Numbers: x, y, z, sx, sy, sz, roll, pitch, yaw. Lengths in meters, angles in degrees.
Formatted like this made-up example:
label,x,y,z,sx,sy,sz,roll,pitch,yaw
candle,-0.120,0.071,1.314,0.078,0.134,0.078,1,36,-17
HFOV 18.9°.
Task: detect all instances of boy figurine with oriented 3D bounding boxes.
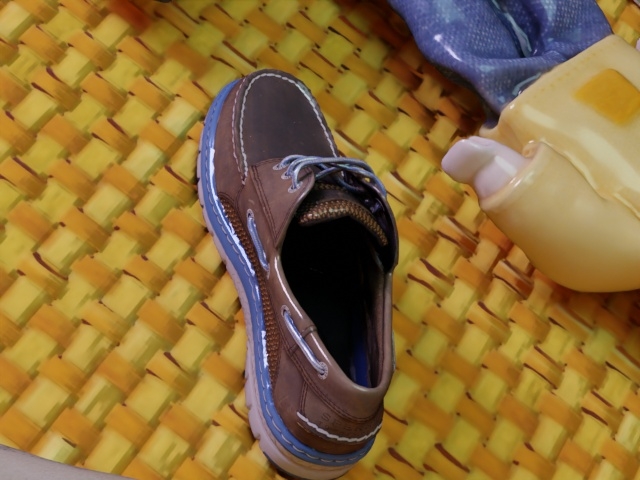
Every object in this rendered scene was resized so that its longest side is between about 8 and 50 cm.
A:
label,x,y,z,sx,sy,sz,roll,pitch,yaw
boy figurine,0.127,-0.044,0.854,0.177,0.092,0.285,-23,68,-42

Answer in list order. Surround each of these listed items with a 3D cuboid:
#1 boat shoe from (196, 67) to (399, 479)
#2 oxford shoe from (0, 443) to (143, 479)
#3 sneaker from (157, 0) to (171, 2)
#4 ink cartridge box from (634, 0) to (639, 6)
label,x,y,z,sx,sy,sz,roll,pitch,yaw
boat shoe,0.000,0.000,0.760,0.066,0.066,0.183,4,56,-29
oxford shoe,-0.176,0.059,0.569,0.397,0.140,0.146,16,44,-23
sneaker,-0.029,-0.189,0.880,0.091,0.094,0.258,54,50,-11
ink cartridge box,0.160,-0.207,1.009,0.209,0.062,0.109,45,47,6
